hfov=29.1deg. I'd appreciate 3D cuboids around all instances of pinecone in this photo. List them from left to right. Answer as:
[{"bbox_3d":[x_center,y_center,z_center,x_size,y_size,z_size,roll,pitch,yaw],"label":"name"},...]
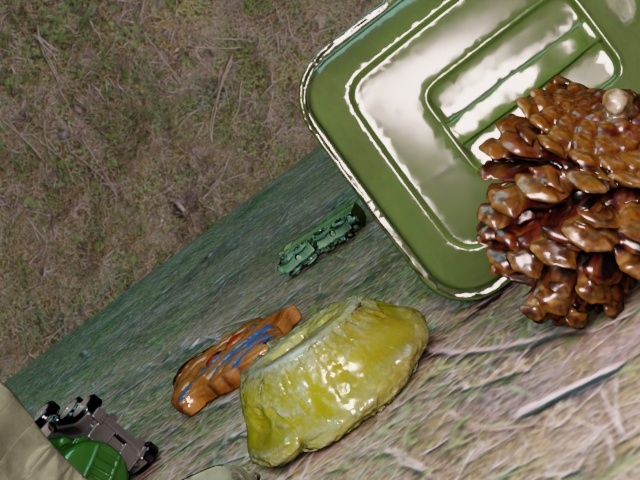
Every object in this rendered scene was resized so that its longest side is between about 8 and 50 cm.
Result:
[{"bbox_3d":[0.174,-0.021,0.811,0.173,0.174,0.173,-37,9,7],"label":"pinecone"}]

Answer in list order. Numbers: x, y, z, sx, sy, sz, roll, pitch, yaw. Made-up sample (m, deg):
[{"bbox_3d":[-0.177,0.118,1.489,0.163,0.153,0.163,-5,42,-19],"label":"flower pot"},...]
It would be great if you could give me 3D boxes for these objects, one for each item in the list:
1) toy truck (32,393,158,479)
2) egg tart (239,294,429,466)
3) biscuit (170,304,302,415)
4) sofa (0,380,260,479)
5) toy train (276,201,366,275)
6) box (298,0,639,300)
[{"bbox_3d":[-0.276,0.250,1.366,0.125,0.101,0.242,-56,19,-26],"label":"toy truck"},{"bbox_3d":[0.005,0.107,1.044,0.197,0.078,0.197,-34,8,6],"label":"egg tart"},{"bbox_3d":[-0.110,0.142,1.468,0.183,0.043,0.280,-39,11,-28],"label":"biscuit"},{"bbox_3d":[-0.178,0.187,0.883,0.176,0.225,0.210,-40,6,8],"label":"sofa"},{"bbox_3d":[0.000,0.000,1.732,0.148,0.038,0.071,-32,11,27],"label":"toy train"},{"bbox_3d":[0.176,-0.129,1.081,0.328,0.253,0.178,-36,-4,8],"label":"box"}]
